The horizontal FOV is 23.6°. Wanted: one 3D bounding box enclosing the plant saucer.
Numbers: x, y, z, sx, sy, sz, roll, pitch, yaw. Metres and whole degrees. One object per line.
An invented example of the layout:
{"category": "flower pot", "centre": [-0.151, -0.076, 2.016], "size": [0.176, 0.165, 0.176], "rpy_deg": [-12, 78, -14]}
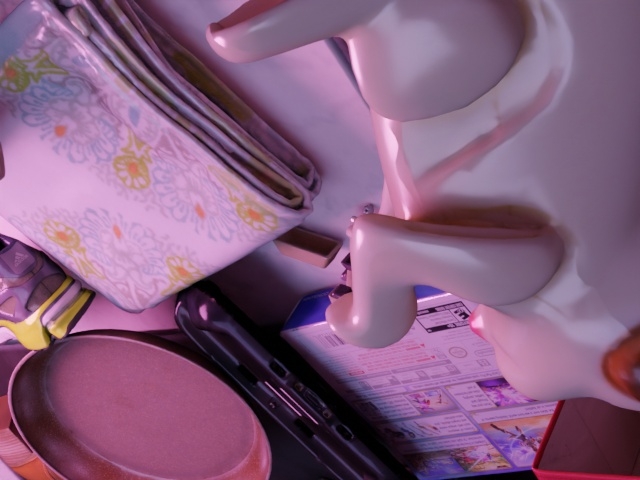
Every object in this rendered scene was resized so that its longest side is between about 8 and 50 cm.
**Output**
{"category": "plant saucer", "centre": [-0.199, 0.202, 1.730], "size": [0.310, 0.050, 0.311], "rpy_deg": [9, 135, 9]}

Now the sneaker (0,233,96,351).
{"category": "sneaker", "centre": [-0.361, 0.046, 1.714], "size": [0.300, 0.111, 0.121], "rpy_deg": [-7, 125, 54]}

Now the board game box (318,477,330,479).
{"category": "board game box", "centre": [0.091, 0.444, 1.893], "size": [0.224, 0.097, 0.303], "rpy_deg": [17, 141, 21]}

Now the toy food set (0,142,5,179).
{"category": "toy food set", "centre": [-0.445, -0.030, 1.465], "size": [0.219, 0.092, 0.306], "rpy_deg": [1, 163, -26]}

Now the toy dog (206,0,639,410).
{"category": "toy dog", "centre": [0.167, -0.066, 1.079], "size": [0.395, 0.284, 0.408], "rpy_deg": [-25, 108, 8]}

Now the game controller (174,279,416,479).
{"category": "game controller", "centre": [-0.025, 0.157, 1.615], "size": [0.319, 0.067, 0.166], "rpy_deg": [44, 162, -11]}

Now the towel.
{"category": "towel", "centre": [-0.211, -0.080, 1.487], "size": [0.320, 0.090, 0.374], "rpy_deg": [43, 143, -16]}

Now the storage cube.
{"category": "storage cube", "centre": [0.328, 0.194, 1.347], "size": [0.215, 0.184, 0.193], "rpy_deg": [-3, 134, 37]}

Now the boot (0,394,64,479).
{"category": "boot", "centre": [-0.280, 0.280, 1.963], "size": [0.283, 0.109, 0.220], "rpy_deg": [-13, 134, 30]}

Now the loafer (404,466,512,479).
{"category": "loafer", "centre": [0.139, 0.291, 1.670], "size": [0.302, 0.109, 0.095], "rpy_deg": [-6, 103, 40]}

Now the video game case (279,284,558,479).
{"category": "video game case", "centre": [0.132, 0.132, 1.515], "size": [0.269, 0.061, 0.244], "rpy_deg": [-16, 123, 47]}

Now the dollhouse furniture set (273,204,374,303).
{"category": "dollhouse furniture set", "centre": [0.000, 0.000, 1.449], "size": [0.114, 0.091, 0.081], "rpy_deg": [19, 128, 21]}
